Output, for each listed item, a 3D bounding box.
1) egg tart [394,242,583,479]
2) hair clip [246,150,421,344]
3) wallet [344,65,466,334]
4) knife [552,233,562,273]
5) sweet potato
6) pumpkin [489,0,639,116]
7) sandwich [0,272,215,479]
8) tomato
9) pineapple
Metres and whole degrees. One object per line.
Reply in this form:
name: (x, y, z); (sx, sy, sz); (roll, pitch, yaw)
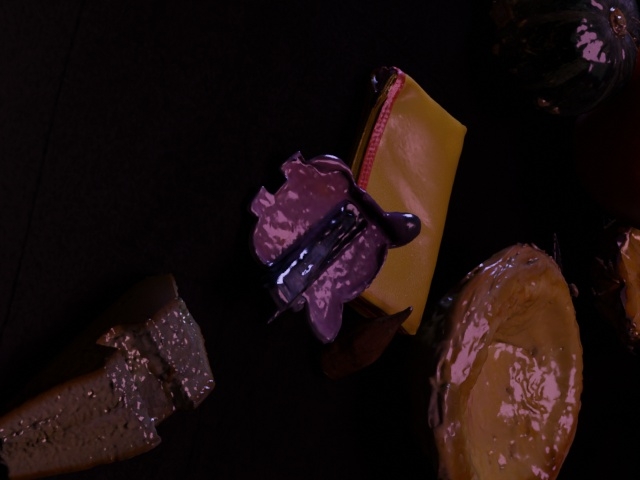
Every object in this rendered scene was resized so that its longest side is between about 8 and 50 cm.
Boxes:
egg tart: (0.174, 0.153, 1.778); (0.315, 0.120, 0.315); (-12, 105, -52)
hair clip: (-0.005, 0.003, 1.528); (0.146, 0.056, 0.187); (46, 53, -11)
wallet: (0.066, -0.041, 1.654); (0.141, 0.067, 0.241); (38, 60, -42)
knife: (0.295, 0.072, 2.029); (0.023, 0.010, 0.170); (-34, 119, -54)
sweet potato: (0.045, 0.093, 1.606); (0.049, 0.117, 0.049); (38, 32, -30)
pumpkin: (0.272, -0.232, 1.839); (0.190, 0.146, 0.190); (29, 49, -40)
sandwich: (-0.155, 0.107, 1.335); (0.244, 0.088, 0.090); (-42, 123, -43)
tomato: (0.468, -0.128, 1.959); (0.321, 0.321, 0.322); (-10, 102, -54)
pineapple: (0.406, 0.053, 2.111); (0.224, 0.076, 0.225); (16, 69, -46)
